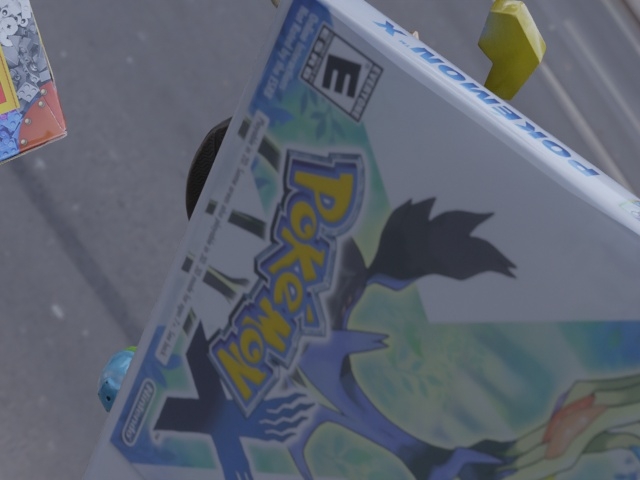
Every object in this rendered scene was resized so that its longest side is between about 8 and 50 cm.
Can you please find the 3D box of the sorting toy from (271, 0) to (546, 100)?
[{"bbox_3d":[0.049,-0.202,0.879,0.307,0.229,0.041,61,34,-25],"label":"sorting toy"}]

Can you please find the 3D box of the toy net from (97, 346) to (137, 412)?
[{"bbox_3d":[-0.141,0.212,1.349,0.045,0.122,0.232,-23,113,-50],"label":"toy net"}]

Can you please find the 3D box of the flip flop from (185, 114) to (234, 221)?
[{"bbox_3d":[0.000,0.000,1.045,0.277,0.112,0.080,51,42,-45],"label":"flip flop"}]

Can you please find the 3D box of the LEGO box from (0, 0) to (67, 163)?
[{"bbox_3d":[-0.542,-0.308,1.918,0.500,0.193,0.372,22,-49,55],"label":"LEGO box"}]

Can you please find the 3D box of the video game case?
[{"bbox_3d":[0.032,0.090,0.729,0.300,0.329,0.036,40,29,28],"label":"video game case"}]
